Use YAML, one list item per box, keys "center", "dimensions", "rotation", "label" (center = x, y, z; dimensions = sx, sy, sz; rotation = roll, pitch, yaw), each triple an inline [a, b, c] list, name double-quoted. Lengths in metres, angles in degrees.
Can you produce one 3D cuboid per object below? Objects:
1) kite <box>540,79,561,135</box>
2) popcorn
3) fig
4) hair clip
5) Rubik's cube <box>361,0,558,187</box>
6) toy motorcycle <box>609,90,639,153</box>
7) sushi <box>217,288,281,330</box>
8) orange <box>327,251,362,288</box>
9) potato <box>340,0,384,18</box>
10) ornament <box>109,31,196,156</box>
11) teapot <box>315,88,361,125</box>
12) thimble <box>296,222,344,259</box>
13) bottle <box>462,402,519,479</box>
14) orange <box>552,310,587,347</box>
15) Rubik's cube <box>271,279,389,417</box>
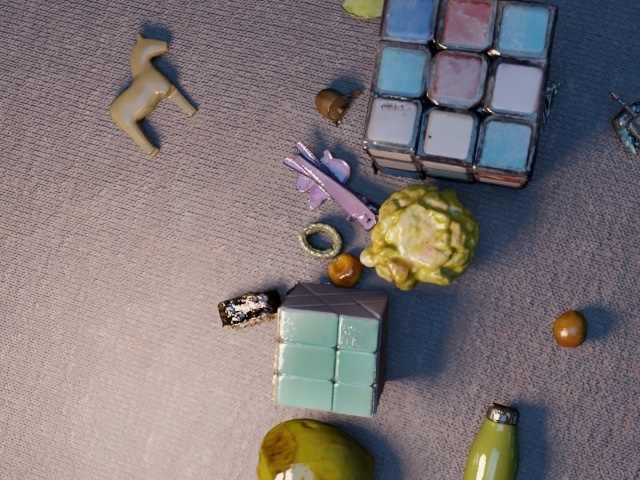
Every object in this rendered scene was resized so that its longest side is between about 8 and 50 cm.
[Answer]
- center: [0.404, -0.293, 1.925]
  dimensions: [0.314, 0.011, 0.335]
  rotation: [-26, 82, 9]
  label: "kite"
- center: [0.222, -0.001, 1.840]
  dimensions: [0.259, 0.212, 0.259]
  rotation: [-1, 86, 20]
  label: "popcorn"
- center: [-0.006, 0.509, 1.850]
  dimensions: [0.271, 0.239, 0.240]
  rotation: [-1, 86, -18]
  label: "fig"
- center: [0.033, -0.113, 1.948]
  dimensions: [0.278, 0.090, 0.137]
  rotation: [43, 107, 17]
  label: "hair clip"
- center: [0.299, -0.306, 1.764]
  dimensions: [0.358, 0.362, 0.363]
  rotation: [11, 88, 14]
  label: "Rubik's cube"
- center: [0.744, -0.321, 1.814]
  dimensions: [0.182, 0.123, 0.272]
  rotation: [44, 94, -1]
  label: "toy motorcycle"
- center: [-0.162, 0.164, 1.959]
  dimensions: [0.150, 0.090, 0.078]
  rotation: [-17, 81, 10]
  label: "sushi"
- center: [0.060, 0.072, 1.938]
  dimensions: [0.086, 0.062, 0.086]
  rotation: [-15, 64, 33]
  label: "orange"
- center: [0.146, -0.580, 1.964]
  dimensions: [0.197, 0.054, 0.119]
  rotation: [-31, 83, 11]
  label: "potato"
- center: [-0.420, -0.367, 2.045]
  dimensions: [0.230, 0.061, 0.245]
  rotation: [-44, 84, 3]
  label: "ornament"
- center: [0.044, -0.325, 1.974]
  dimensions: [0.110, 0.085, 0.080]
  rotation: [-35, 56, -22]
  label: "teapot"
- center: [0.000, 0.000, 1.952]
  dimensions: [0.109, 0.062, 0.085]
  rotation: [12, 90, 10]
  label: "thimble"
- center: [0.378, 0.491, 1.835]
  dimensions: [0.112, 0.112, 0.260]
  rotation: [12, 89, 10]
  label: "bottle"
- center: [0.551, 0.195, 1.838]
  dimensions: [0.085, 0.085, 0.085]
  rotation: [-1, 87, 10]
  label: "orange"
- center: [0.029, 0.230, 1.832]
  dimensions: [0.231, 0.221, 0.225]
  rotation: [6, 102, 9]
  label: "Rubik's cube"
